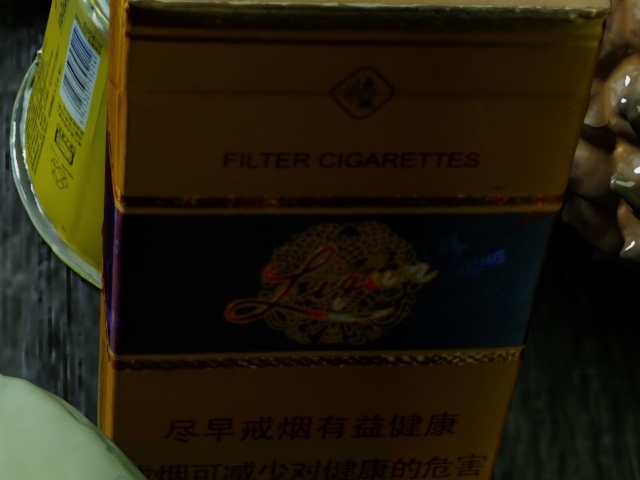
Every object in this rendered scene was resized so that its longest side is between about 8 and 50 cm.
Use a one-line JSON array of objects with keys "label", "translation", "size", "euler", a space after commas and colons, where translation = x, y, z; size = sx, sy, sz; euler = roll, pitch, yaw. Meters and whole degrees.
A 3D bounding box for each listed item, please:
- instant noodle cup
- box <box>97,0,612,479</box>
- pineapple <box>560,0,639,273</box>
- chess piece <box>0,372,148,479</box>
[{"label": "instant noodle cup", "translation": [-0.034, -0.075, 0.667], "size": [0.182, 0.144, 0.182], "euler": [5, 61, -8]}, {"label": "box", "translation": [0.000, 0.000, 0.577], "size": [0.152, 0.237, 0.070], "euler": [-1, 38, -10]}, {"label": "pineapple", "translation": [0.133, -0.170, 0.646], "size": [0.223, 0.223, 0.357], "euler": [-32, 98, -24]}, {"label": "chess piece", "translation": [-0.217, 0.225, 0.437], "size": [0.234, 0.234, 0.442], "euler": [40, 57, 12]}]
